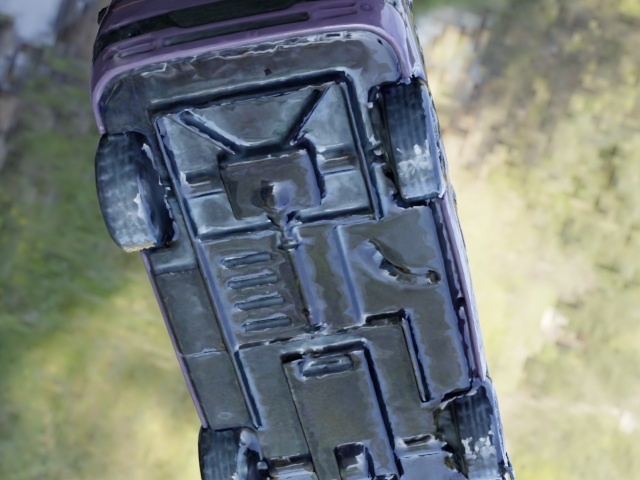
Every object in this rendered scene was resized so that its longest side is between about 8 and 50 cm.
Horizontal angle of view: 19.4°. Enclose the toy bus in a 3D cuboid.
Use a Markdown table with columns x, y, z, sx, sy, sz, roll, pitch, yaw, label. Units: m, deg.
| x | y | z | sx | sy | sz | roll | pitch | yaw | label |
| --- | --- | --- | --- | --- | --- | --- | --- | --- | --- |
| 0.000 | 0.000 | 0.564 | 0.108 | 0.096 | 0.199 | -90 | 168 | -51 | toy bus |
